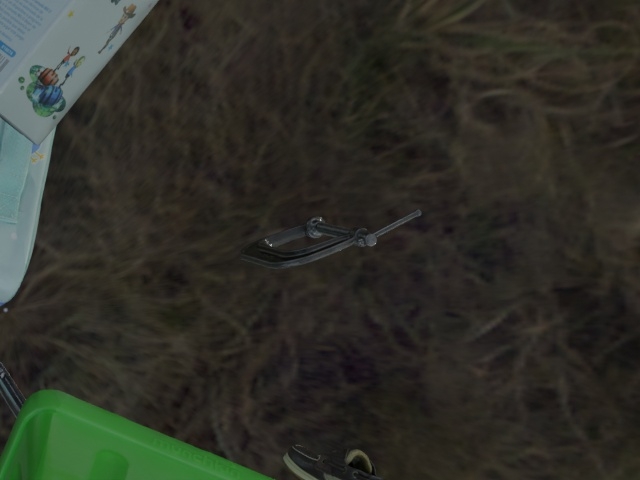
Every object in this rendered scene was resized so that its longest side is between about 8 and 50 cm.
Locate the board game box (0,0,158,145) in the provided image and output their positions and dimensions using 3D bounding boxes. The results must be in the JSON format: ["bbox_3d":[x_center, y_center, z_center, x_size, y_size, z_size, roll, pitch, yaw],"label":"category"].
[{"bbox_3d":[-0.175,-0.248,1.056,0.224,0.097,0.303,38,87,19],"label":"board game box"}]

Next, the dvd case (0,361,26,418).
[{"bbox_3d":[-0.315,0.192,1.774,0.013,0.087,0.119,-32,78,-17],"label":"dvd case"}]

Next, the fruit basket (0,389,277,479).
[{"bbox_3d":[-0.180,0.332,1.722,0.392,0.392,0.283,23,101,-9],"label":"fruit basket"}]

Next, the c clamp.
[{"bbox_3d":[0.000,0.000,1.553,0.137,0.160,0.022,-25,105,-25],"label":"c clamp"}]

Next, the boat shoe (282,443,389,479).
[{"bbox_3d":[0.027,0.206,1.440,0.056,0.152,0.049,26,89,-44],"label":"boat shoe"}]

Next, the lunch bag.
[{"bbox_3d":[-0.304,-0.077,1.407,0.107,0.224,0.279,15,73,-28],"label":"lunch bag"}]
